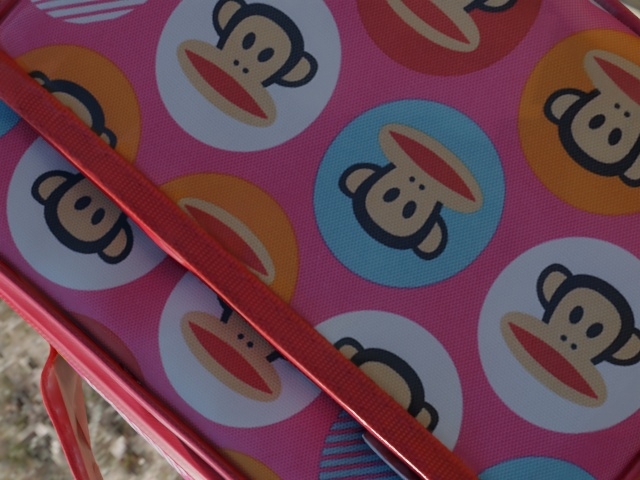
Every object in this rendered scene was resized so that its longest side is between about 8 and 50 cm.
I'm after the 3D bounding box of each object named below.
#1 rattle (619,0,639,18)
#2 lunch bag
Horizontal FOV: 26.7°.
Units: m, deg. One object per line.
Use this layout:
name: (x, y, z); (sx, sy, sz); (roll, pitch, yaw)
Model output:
rattle: (0.313, -0.278, 1.578); (0.199, 0.143, 0.130); (14, 160, 18)
lunch bag: (0.000, 0.000, 0.501); (0.293, 0.120, 0.258); (41, 85, 9)
